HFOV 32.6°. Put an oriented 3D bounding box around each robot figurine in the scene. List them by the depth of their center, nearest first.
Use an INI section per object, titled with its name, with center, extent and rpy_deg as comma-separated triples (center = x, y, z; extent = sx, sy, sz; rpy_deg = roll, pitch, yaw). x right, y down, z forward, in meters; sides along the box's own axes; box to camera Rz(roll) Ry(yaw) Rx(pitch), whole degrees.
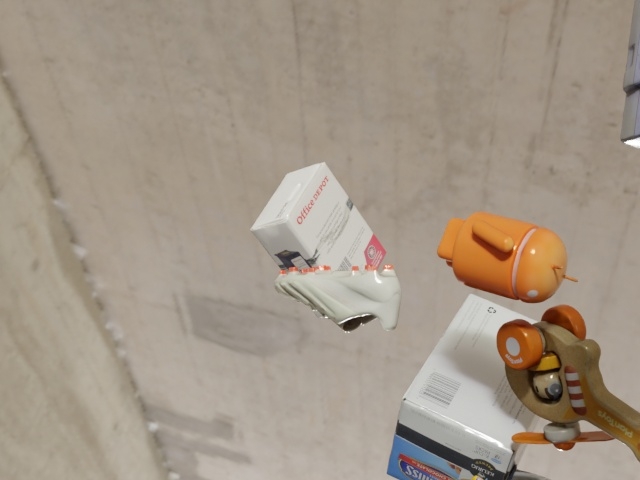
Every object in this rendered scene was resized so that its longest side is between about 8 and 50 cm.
[robot figurine]
center = 0.298, 0.027, 1.747
extent = 0.219, 0.128, 0.158
rpy_deg = 16, -51, 32

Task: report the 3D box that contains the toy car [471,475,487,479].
[toy car]
center = 0.257, 0.325, 1.427
extent = 0.122, 0.041, 0.060
rpy_deg = 21, -39, 4

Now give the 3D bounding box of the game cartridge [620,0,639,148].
[game cartridge]
center = 0.447, -0.245, 1.188
extent = 0.230, 0.355, 0.068
rpy_deg = 17, -14, -24

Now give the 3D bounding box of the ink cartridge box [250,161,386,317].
[ink cartridge box]
center = 0.000, 0.000, 2.054
extent = 0.100, 0.172, 0.237
rpy_deg = -13, -56, 40

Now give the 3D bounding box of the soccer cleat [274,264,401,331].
[soccer cleat]
center = 0.014, 0.067, 1.264
extent = 0.068, 0.076, 0.196
rpy_deg = -3, 0, -42

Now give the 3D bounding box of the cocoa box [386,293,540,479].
[cocoa box]
center = 0.310, 0.321, 2.136
extent = 0.231, 0.347, 0.228
rpy_deg = 23, -47, 16

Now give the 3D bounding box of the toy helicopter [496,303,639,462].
[toy helicopter]
center = 0.435, 0.277, 1.790
extent = 0.355, 0.140, 0.235
rpy_deg = 34, -53, 44

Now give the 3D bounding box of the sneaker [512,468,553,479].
[sneaker]
center = 0.423, 0.512, 2.337
extent = 0.295, 0.147, 0.105
rpy_deg = 9, -73, 20
